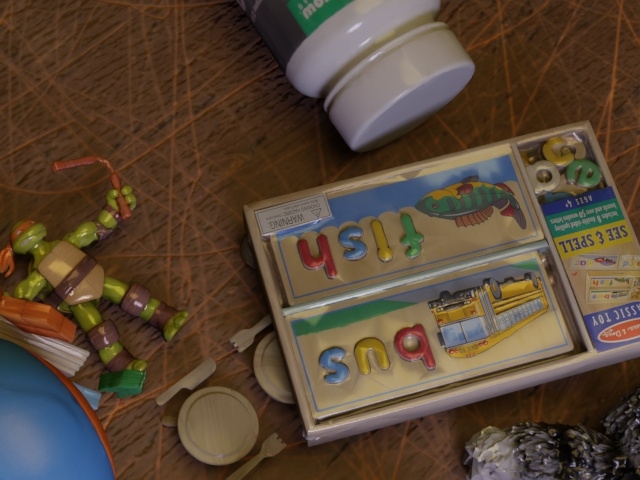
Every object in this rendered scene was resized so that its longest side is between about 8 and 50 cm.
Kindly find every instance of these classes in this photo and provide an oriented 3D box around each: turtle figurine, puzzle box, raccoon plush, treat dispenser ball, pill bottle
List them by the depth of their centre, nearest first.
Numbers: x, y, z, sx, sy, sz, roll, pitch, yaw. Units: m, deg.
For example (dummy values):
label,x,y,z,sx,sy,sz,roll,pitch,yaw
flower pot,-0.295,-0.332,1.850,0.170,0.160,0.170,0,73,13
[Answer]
label,x,y,z,sx,sy,sz,roll,pitch,yaw
treat dispenser ball,-0.320,0.221,1.209,0.288,0.288,0.288,5,67,-13
turtle figurine,-0.260,0.055,1.470,0.217,0.087,0.269,44,55,-3
puzzle box,0.143,0.041,1.519,0.408,0.052,0.272,-15,69,-7
raccoon plush,0.391,0.137,1.561,0.446,0.216,0.299,10,58,-11
pill bottle,0.010,-0.296,1.623,0.204,0.204,0.361,-29,78,-24

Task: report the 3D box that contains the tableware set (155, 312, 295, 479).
label,x,y,z,sx,sy,sz,roll,pitch,yaw
tableware set,-0.071,0.168,1.502,0.194,0.039,0.128,-36,77,-26

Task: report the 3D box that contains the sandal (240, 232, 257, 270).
label,x,y,z,sx,sy,sz,roll,pitch,yaw
sandal,0.000,0.000,1.584,0.180,0.049,0.072,-5,70,-17

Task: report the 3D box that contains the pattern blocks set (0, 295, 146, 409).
label,x,y,z,sx,sy,sz,roll,pitch,yaw
pattern blocks set,-0.328,0.097,1.326,0.324,0.285,0.026,22,65,-22
